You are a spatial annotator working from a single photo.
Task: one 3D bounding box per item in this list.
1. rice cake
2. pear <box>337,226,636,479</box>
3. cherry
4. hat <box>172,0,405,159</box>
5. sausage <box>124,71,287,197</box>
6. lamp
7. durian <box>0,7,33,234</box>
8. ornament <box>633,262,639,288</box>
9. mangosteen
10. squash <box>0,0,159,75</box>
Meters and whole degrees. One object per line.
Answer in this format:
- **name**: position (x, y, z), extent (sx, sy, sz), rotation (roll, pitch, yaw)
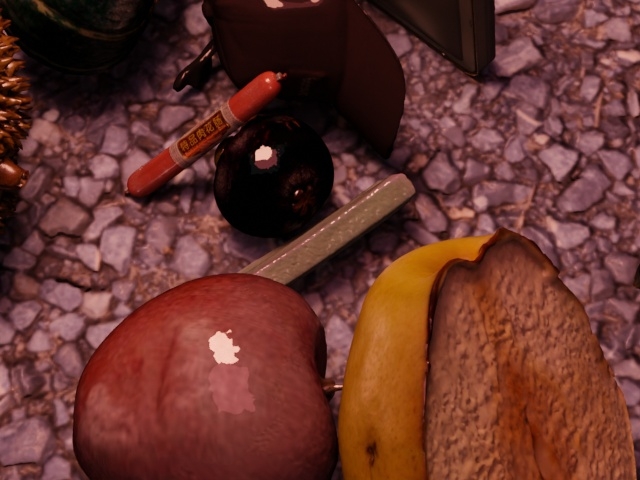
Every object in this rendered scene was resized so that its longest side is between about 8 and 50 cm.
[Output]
- **rice cake**: position (0.001, -0.001, 1.554), extent (0.221, 0.080, 0.042), rotation (-34, 94, -14)
- **pear**: position (0.131, 0.195, 1.337), extent (0.340, 0.191, 0.386), rotation (-24, 97, -50)
- **cherry**: position (-0.109, 0.159, 1.403), extent (0.307, 0.221, 0.261), rotation (-15, 54, 11)
- **hat**: position (-0.055, -0.214, 1.579), extent (0.209, 0.238, 0.336), rotation (-24, 75, -12)
- **sausage**: position (-0.127, -0.113, 1.564), extent (0.253, 0.034, 0.034), rotation (-35, 61, 29)
- **lamp**: position (0.082, -0.319, 1.598), extent (0.266, 0.269, 0.047), rotation (38, 78, 18)
- **durian**: position (-0.465, -0.144, 1.491), extent (0.384, 0.347, 0.348), rotation (25, 67, 16)
- **ornament**: position (0.416, -0.038, 1.468), extent (0.202, 0.236, 0.080), rotation (-23, 60, -10)
- **mangosteen**: position (-0.063, -0.076, 1.569), extent (0.137, 0.137, 0.151), rotation (-41, 45, -16)
- **squash**: position (-0.255, -0.308, 1.613), extent (0.165, 0.252, 0.252), rotation (27, 66, -7)
